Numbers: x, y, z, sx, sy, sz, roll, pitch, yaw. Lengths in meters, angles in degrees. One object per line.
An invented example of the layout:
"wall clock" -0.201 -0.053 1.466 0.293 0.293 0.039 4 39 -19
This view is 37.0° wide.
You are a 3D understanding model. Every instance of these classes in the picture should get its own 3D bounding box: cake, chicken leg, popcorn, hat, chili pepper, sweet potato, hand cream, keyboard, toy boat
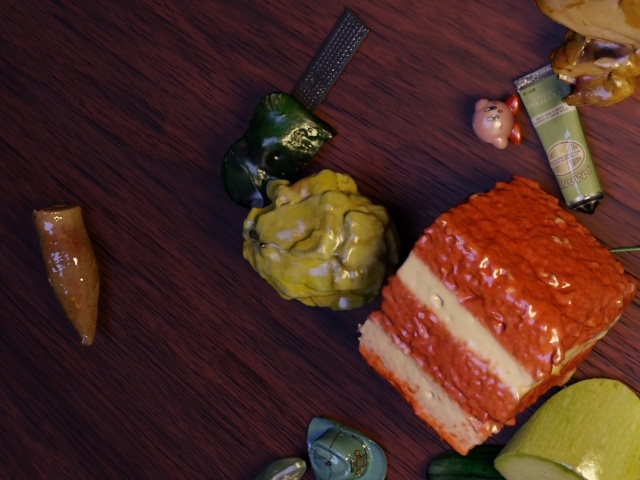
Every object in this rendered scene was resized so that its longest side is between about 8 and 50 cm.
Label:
"cake" 0.260 0.115 1.435 0.270 0.269 0.319 47 132 21
"chicken leg" 0.455 -0.270 1.297 0.409 0.182 0.295 35 130 10
"popcorn" 0.000 0.000 1.659 0.286 0.215 0.252 1 100 26
"hat" 0.029 0.411 1.811 0.191 0.078 0.138 8 102 37
"chili pepper" -0.109 -0.151 1.771 0.148 0.116 0.264 46 129 0
"sweet potato" -0.564 0.076 2.189 0.131 0.131 0.336 -18 89 40
"hand cream" 0.365 -0.149 1.442 0.086 0.055 0.235 -23 81 37
"keyboard" 0.016 -0.315 1.709 0.067 0.011 0.202 51 126 19
"toy boat" -0.102 0.514 1.937 0.260 0.078 0.085 -51 51 35

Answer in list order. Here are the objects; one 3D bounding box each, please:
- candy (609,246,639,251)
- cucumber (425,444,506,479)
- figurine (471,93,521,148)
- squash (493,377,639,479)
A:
"candy" 0.477 0.011 1.400 0.123 0.035 0.035 -3 66 48
"cucumber" 0.278 0.410 1.624 0.244 0.063 0.115 -12 91 41
"figurine" 0.272 -0.183 1.495 0.067 0.071 0.083 136 124 -80
"squash" 0.424 0.341 1.482 0.237 0.155 0.204 37 144 11
